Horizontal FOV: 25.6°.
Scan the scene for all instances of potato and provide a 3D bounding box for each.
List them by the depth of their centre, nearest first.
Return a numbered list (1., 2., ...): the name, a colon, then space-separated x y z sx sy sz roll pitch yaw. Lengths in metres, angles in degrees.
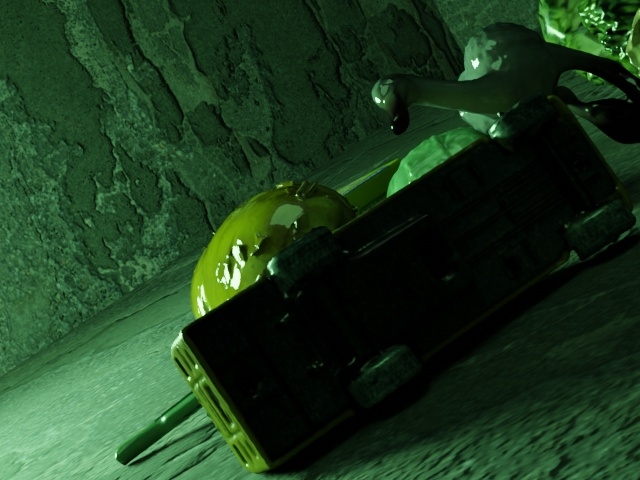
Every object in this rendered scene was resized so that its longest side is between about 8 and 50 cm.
1. potato: -0.042 0.024 1.404 0.173 0.140 0.300 -40 3 -19

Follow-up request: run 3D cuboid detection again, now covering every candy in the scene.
1. candy: -0.003 0.060 1.227 0.440 0.119 0.119 -38 5 6

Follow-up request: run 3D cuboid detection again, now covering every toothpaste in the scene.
1. toothpaste: 0.000 0.000 1.631 0.110 0.077 0.327 -33 3 -28

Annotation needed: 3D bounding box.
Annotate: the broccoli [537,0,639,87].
1. broccoli: 0.386 -0.309 1.540 0.277 0.317 0.338 -26 32 0

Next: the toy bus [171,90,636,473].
1. toy bus: 0.061 0.028 0.988 0.335 0.121 0.123 -33 -6 -22

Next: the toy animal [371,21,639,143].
1. toy animal: 0.156 -0.129 1.159 0.324 0.090 0.195 1 20 -28

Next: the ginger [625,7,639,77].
1. ginger: 0.411 -0.216 1.270 0.275 0.130 0.221 -31 8 15
